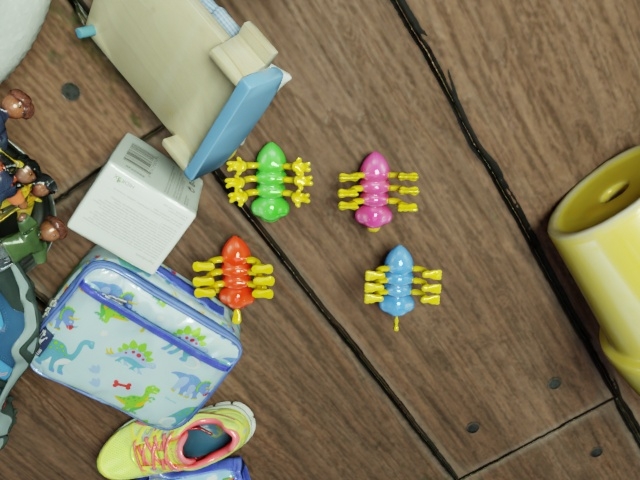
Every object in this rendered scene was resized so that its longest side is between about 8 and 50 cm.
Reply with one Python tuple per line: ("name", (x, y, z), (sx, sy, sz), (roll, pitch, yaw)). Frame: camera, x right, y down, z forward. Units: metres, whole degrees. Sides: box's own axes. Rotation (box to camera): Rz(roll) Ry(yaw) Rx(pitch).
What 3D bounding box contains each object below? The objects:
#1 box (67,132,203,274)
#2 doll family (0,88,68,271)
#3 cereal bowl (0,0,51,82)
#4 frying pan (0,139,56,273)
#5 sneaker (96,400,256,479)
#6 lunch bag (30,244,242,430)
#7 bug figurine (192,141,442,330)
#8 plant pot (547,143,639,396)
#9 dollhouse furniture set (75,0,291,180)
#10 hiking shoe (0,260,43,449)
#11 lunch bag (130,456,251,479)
("box", (-0.190, -0.040, 0.658), (0.102, 0.101, 0.087), (34, 108, -20))
("doll family", (-0.283, -0.049, 0.547), (0.111, 0.076, 0.193), (-33, 158, -27))
("cereal bowl", (-0.339, -0.208, 0.436), (0.339, 0.141, 0.339), (-36, 149, -26))
("frying pan", (-0.366, 0.014, 0.694), (0.197, 0.053, 0.326), (-14, 119, 2))
("sneaker", (-0.189, 0.260, 0.799), (0.209, 0.094, 0.081), (-17, 91, -2))
("lunch bag", (-0.213, 0.113, 0.740), (0.219, 0.090, 0.176), (38, 104, -22))
("bug figurine", (0.000, 0.000, 0.716), (0.279, 0.072, 0.216), (4, 109, -3))
("plant pot", (0.394, 0.026, 0.691), (0.254, 0.254, 0.239), (-42, 97, 14))
("dollhouse furniture set", (-0.099, -0.262, 0.579), (0.286, 0.198, 0.303), (49, 135, 5))
("hiking shoe", (-0.376, 0.132, 0.637), (0.113, 0.132, 0.304), (24, 113, 16))
("lunch bag", (-0.192, 0.439, 0.896), (0.221, 0.138, 0.293), (-13, 103, -1))
